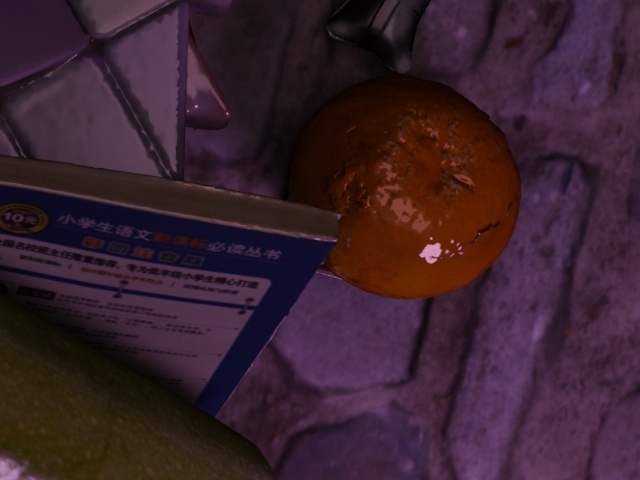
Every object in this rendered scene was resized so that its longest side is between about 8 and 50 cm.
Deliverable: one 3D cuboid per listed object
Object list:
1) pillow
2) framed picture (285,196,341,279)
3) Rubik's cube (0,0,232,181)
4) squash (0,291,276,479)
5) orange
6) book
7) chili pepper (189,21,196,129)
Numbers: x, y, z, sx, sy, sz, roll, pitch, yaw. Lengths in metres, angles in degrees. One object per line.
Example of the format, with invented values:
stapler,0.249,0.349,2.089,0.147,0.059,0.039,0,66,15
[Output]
pillow,0.073,-0.239,1.919,0.091,0.055,0.135,31,83,-35
framed picture,0.000,0.000,1.923,0.089,0.007,0.066,16,86,-18
Rubik's cube,-0.260,-0.161,1.664,0.387,0.358,0.368,3,86,-7
squash,-0.244,0.196,1.587,0.384,0.263,0.263,38,78,-46
orange,0.078,-0.049,1.850,0.219,0.193,0.219,20,54,-31
book,-0.193,0.070,1.665,0.300,0.428,0.039,10,57,-18
chili pepper,-0.158,-0.230,1.846,0.059,0.050,0.268,-27,100,-32
